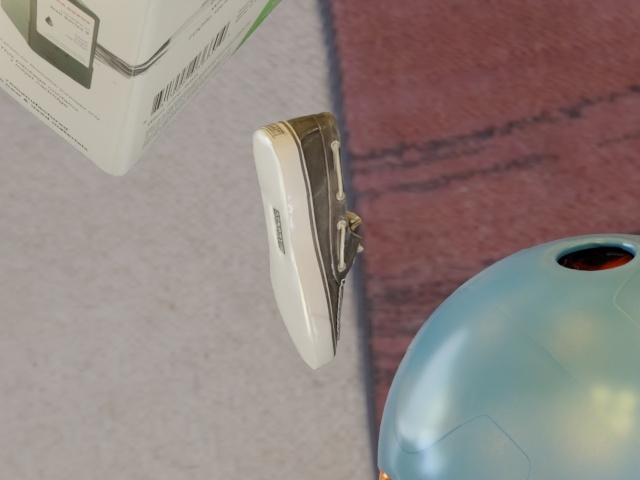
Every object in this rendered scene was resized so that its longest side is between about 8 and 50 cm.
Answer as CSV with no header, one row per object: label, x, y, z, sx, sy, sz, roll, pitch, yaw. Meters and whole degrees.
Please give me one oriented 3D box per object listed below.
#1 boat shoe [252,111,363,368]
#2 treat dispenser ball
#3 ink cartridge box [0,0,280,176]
boat shoe,0.000,0.000,2.038,0.108,0.102,0.301,36,140,58
treat dispenser ball,0.179,0.139,1.128,0.288,0.288,0.288,-1,87,31
ink cartridge box,-0.074,-0.184,0.958,0.121,0.289,0.211,39,70,3
